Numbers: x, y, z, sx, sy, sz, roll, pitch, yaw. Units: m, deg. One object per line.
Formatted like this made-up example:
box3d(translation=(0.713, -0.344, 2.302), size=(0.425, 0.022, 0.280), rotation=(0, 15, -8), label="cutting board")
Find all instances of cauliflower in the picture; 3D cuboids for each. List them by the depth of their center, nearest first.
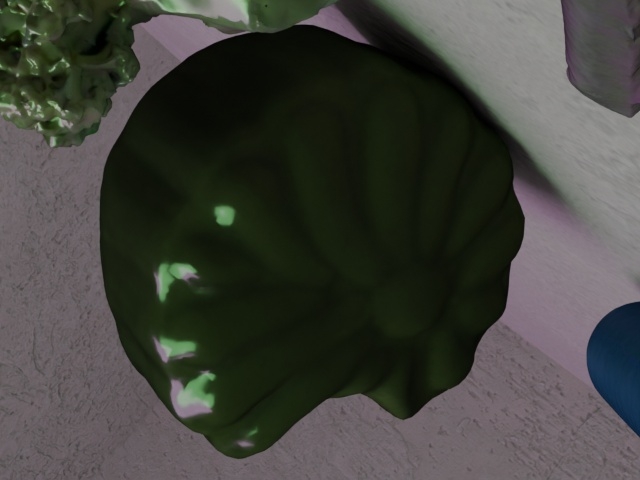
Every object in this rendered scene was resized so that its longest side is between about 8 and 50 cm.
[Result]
box3d(translation=(-0.101, -0.187, 0.731), size=(0.315, 0.239, 0.256), rotation=(21, 134, 14), label="cauliflower")

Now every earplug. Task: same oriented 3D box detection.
box3d(translation=(0.301, 0.117, 0.989), size=(0.132, 0.132, 0.273), rotation=(39, -178, -9), label="earplug")

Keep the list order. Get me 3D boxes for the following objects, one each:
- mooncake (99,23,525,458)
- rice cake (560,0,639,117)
box3d(translation=(0.000, 0.000, 0.956), size=(0.351, 0.351, 0.187), rotation=(40, 178, -36), label="mooncake")
box3d(translation=(0.101, -0.102, 0.404), size=(0.055, 0.049, 0.270), rotation=(53, -175, 19), label="rice cake")
